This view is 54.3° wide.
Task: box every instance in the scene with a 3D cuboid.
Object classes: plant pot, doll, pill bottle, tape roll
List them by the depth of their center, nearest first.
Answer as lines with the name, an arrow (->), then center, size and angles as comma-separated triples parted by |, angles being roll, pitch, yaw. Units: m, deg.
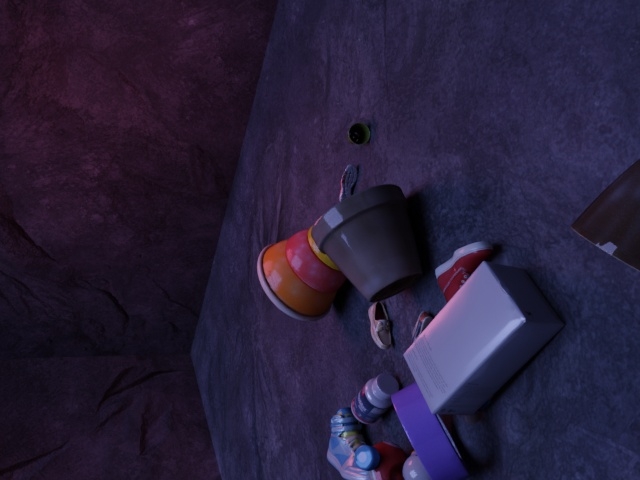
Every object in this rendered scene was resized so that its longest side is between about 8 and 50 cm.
plant pot -> 0.619, -0.066, 1.140 | 0.230, 0.215, 0.215 | -62, 33, 16
tape roll -> 0.291, 0.516, 1.661 | 0.274, 0.090, 0.275 | 60, -176, -6
doll -> 0.407, 0.394, 1.668 | 0.129, 0.046, 0.188 | -7, 80, 56
plant pot -> 0.174, 0.027, 1.951 | 0.280, 0.323, 0.323 | 62, 144, 19
pill bottle -> 0.182, 0.515, 2.051 | 0.180, 0.108, 0.108 | -61, 36, 41
plant pot -> 0.132, -0.386, 2.298 | 0.079, 0.083, 0.083 | 180, 93, -77

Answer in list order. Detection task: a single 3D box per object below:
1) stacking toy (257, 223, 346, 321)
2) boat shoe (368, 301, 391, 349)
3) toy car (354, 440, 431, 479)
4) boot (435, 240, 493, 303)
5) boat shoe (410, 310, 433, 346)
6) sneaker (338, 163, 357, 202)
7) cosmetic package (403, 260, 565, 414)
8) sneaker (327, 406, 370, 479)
stacking toy -> 0.028, 0.046, 2.290 | 0.480, 0.351, 0.350 | -42, 48, 32
boat shoe -> 0.202, 0.280, 2.086 | 0.059, 0.063, 0.170 | 115, 148, -48
toy car -> 0.265, 0.666, 1.824 | 0.238, 0.219, 0.210 | -33, 52, 24
boot -> 0.401, 0.117, 1.673 | 0.244, 0.089, 0.176 | 122, 142, -58
boat shoe -> 0.302, 0.280, 1.896 | 0.043, 0.049, 0.137 | -130, 51, -59
sneaker -> 0.094, -0.220, 2.369 | 0.065, 0.061, 0.157 | -123, 43, -60
cosmetic package -> 0.388, 0.248, 1.541 | 0.365, 0.155, 0.197 | -55, 39, 31
sneaker -> 0.114, 0.696, 2.153 | 0.319, 0.127, 0.208 | 2, 90, 63
